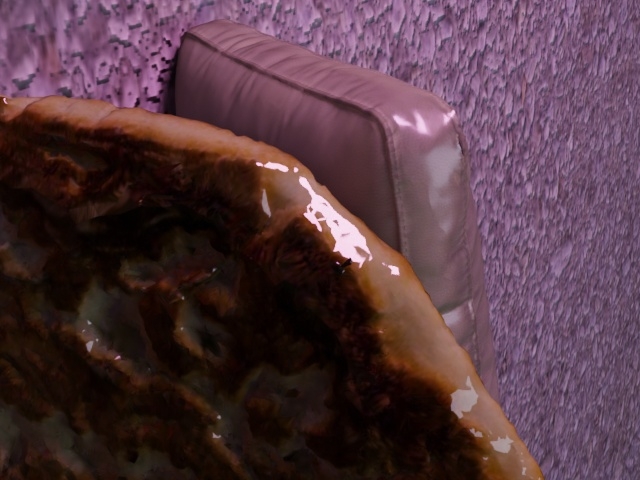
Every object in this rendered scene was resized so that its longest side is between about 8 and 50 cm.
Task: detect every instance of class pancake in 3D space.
[{"bbox_3d":[-0.064,0.094,0.548,0.067,0.427,0.305,-35,143,-69],"label":"pancake"}]

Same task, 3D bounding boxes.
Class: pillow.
[{"bbox_3d":[0.000,0.000,0.678,0.120,0.322,0.255,-18,117,-20],"label":"pillow"}]
